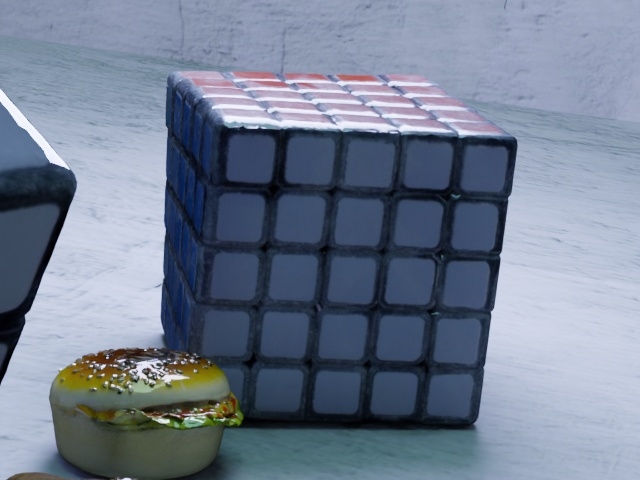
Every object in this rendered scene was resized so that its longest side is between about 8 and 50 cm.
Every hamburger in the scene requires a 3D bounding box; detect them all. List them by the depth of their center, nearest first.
[{"bbox_3d":[-0.120,0.113,1.157,0.126,0.081,0.141,-3,16,-28],"label":"hamburger"}]

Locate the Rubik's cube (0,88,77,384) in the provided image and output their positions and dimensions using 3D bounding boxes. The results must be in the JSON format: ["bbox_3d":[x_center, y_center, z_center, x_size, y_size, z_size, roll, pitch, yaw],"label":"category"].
[{"bbox_3d":[-0.361,0.005,0.893,0.303,0.301,0.305,-13,49,-46],"label":"Rubik's cube"}]

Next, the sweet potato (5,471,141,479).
[{"bbox_3d":[-0.110,0.182,0.886,0.114,0.092,0.341,-16,18,-10],"label":"sweet potato"}]

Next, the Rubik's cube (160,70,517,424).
[{"bbox_3d":[0.000,0.000,1.331,0.238,0.237,0.237,2,16,-12],"label":"Rubik's cube"}]
